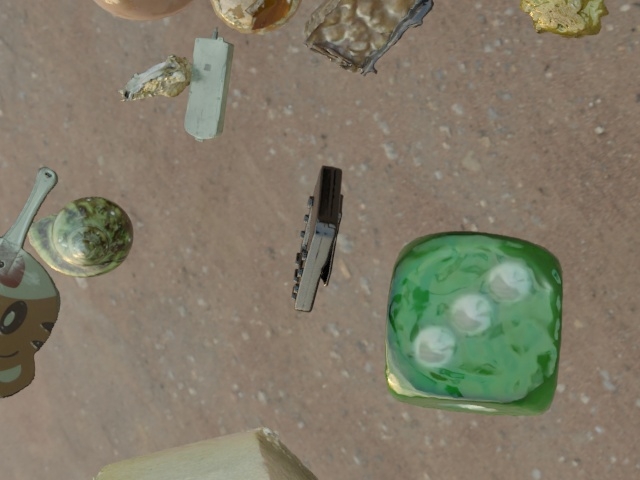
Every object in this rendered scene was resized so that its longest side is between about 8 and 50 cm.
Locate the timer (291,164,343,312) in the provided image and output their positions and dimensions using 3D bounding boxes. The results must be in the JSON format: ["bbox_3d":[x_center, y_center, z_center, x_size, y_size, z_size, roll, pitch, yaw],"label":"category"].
[{"bbox_3d":[0.000,0.000,1.186,0.055,0.144,0.187,10,134,-6],"label":"timer"}]

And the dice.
[{"bbox_3d":[0.282,0.163,1.498,0.297,0.287,0.300,3,73,12],"label":"dice"}]

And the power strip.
[{"bbox_3d":[-0.220,-0.309,1.613,0.080,0.029,0.226,16,105,22],"label":"power strip"}]

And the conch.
[{"bbox_3d":[-0.418,-0.002,1.403,0.181,0.187,0.124,118,147,-71],"label":"conch"}]

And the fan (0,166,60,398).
[{"bbox_3d":[-0.304,0.024,0.773,0.153,0.226,0.008,31,152,-20],"label":"fan"}]

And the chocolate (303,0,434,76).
[{"bbox_3d":[0.108,-0.296,0.779,0.329,0.102,0.065,-44,51,31],"label":"chocolate"}]

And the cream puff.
[{"bbox_3d":[0.248,-0.241,0.823,0.083,0.058,0.083,46,150,-20],"label":"cream puff"}]

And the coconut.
[{"bbox_3d":[-0.084,0.287,0.713,0.239,0.244,0.239,169,90,-77],"label":"coconut"}]

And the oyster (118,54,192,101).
[{"bbox_3d":[-0.327,-0.320,1.657,0.081,0.163,0.191,58,164,-18],"label":"oyster"}]

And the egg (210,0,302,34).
[{"bbox_3d":[-0.128,-0.524,1.677,0.195,0.233,0.194,12,111,33],"label":"egg"}]

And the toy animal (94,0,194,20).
[{"bbox_3d":[-0.182,-0.315,0.743,0.250,0.166,0.154,72,173,-53],"label":"toy animal"}]
